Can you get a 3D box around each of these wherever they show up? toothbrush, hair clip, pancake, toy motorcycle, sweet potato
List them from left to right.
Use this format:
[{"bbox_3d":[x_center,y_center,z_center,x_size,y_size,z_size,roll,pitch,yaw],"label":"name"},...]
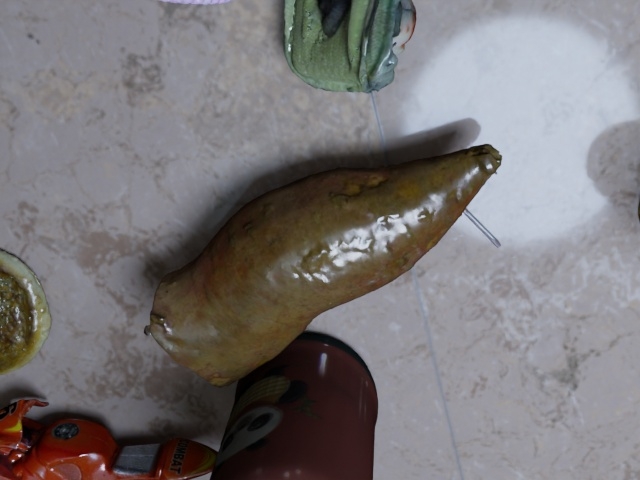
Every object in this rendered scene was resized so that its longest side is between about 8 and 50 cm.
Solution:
[{"bbox_3d":[-0.351,0.072,0.794,0.158,0.028,0.158,0,107,2],"label":"pancake"},{"bbox_3d":[-0.255,0.250,0.812,0.298,0.089,0.171,12,108,0],"label":"toy motorcycle"},{"bbox_3d":[0.001,0.000,0.695,0.337,0.131,0.131,-35,102,14],"label":"sweet potato"},{"bbox_3d":[0.030,-0.281,0.618,0.091,0.138,0.321,-15,113,-38],"label":"hair clip"},{"bbox_3d":[0.134,-0.026,0.736,0.097,0.006,0.008,43,118,-9],"label":"toothbrush"}]

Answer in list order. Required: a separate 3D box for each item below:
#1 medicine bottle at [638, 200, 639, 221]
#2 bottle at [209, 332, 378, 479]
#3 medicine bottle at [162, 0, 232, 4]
[{"bbox_3d":[0.331,-0.002,0.632,0.096,0.192,0.096,2,108,5],"label":"medicine bottle"},{"bbox_3d":[-0.021,0.207,0.651,0.144,0.336,0.144,1,108,3],"label":"bottle"},{"bbox_3d":[-0.111,-0.331,0.549,0.178,0.178,0.290,14,117,0],"label":"medicine bottle"}]
